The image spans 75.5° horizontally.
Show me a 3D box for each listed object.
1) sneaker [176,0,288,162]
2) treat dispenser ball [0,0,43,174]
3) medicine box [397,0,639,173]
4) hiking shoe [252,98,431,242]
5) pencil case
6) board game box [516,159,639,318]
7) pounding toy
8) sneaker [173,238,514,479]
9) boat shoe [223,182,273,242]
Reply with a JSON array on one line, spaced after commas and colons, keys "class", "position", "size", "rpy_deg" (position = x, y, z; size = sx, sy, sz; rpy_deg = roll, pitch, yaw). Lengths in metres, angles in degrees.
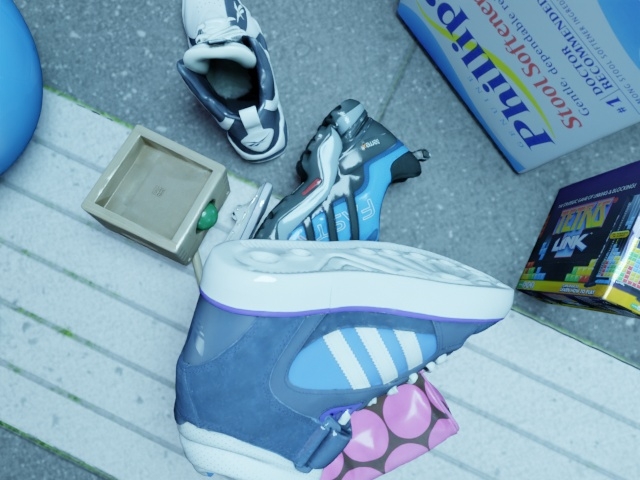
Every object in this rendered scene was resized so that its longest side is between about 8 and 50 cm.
[{"class": "sneaker", "position": [-0.105, -0.210, 0.451], "size": [0.094, 0.153, 0.235], "rpy_deg": [-14, 87, -2]}, {"class": "treat dispenser ball", "position": [-0.432, -0.170, 0.388], "size": [0.288, 0.288, 0.289], "rpy_deg": [0, 87, 1]}, {"class": "medicine box", "position": [0.228, -0.233, 0.380], "size": [0.149, 0.289, 0.264], "rpy_deg": [-35, 87, -3]}, {"class": "hiking shoe", "position": [0.000, 0.000, 0.461], "size": [0.132, 0.113, 0.304], "rpy_deg": [31, 95, -9]}, {"class": "pencil case", "position": [0.041, 0.216, 0.461], "size": [0.209, 0.095, 0.098], "rpy_deg": [-27, 73, -3]}, {"class": "board game box", "position": [0.285, 0.000, 0.427], "size": [0.048, 0.170, 0.141], "rpy_deg": [24, 87, 3]}, {"class": "pounding toy", "position": [-0.171, -0.030, 0.481], "size": [0.141, 0.100, 0.130], "rpy_deg": [26, 73, -1]}, {"class": "sneaker", "position": [0.026, 0.129, 0.405], "size": [0.322, 0.130, 0.237], "rpy_deg": [5, 106, -27]}, {"class": "boat shoe", "position": [-0.091, -0.029, 0.502], "size": [0.035, 0.035, 0.100], "rpy_deg": [26, 94, -1]}]
